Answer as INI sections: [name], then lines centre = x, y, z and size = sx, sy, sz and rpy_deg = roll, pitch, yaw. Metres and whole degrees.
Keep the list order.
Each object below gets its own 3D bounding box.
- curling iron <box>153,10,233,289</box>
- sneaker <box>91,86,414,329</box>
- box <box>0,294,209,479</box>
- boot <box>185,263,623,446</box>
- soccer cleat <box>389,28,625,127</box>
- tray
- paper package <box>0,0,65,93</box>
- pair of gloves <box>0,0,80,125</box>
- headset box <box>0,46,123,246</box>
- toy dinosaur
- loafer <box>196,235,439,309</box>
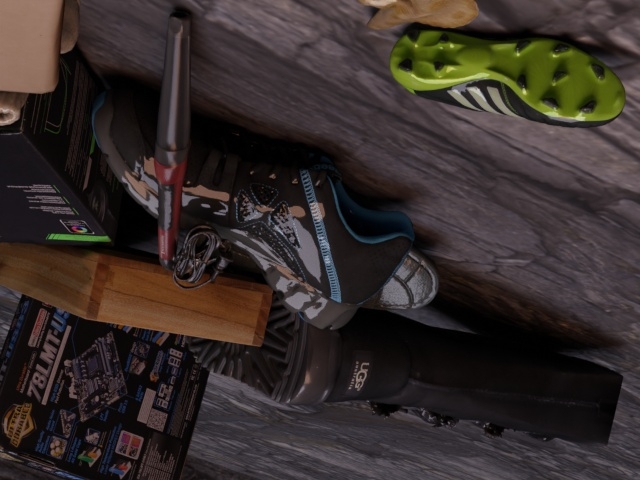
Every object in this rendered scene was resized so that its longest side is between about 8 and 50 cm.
[curling iron]
centre = -0.116, -0.073, 1.063
size = 0.068, 0.035, 0.274
rpy_deg = -4, 124, -5
[sneaker]
centre = -0.061, -0.057, 1.171
size = 0.341, 0.125, 0.140
rpy_deg = 35, 120, -25
[box]
centre = -0.309, 0.197, 1.735
size = 0.293, 0.295, 0.073
rpy_deg = 25, 156, -26
[boot]
centre = 0.091, 0.127, 1.480
size = 0.445, 0.146, 0.367
rpy_deg = 9, -167, -31
[soccer cleat]
centre = 0.139, -0.118, 0.904
size = 0.179, 0.060, 0.072
rpy_deg = 15, 171, 20
[tray]
centre = -0.245, 0.041, 1.404
size = 0.203, 0.076, 0.411
rpy_deg = 13, 178, -32
[paper package]
centre = -0.296, -0.216, 0.684
size = 0.325, 0.168, 0.309
rpy_deg = 2, 164, -15
[pair of gloves]
centre = -0.301, -0.178, 0.901
size = 0.240, 0.204, 0.042
rpy_deg = 19, 126, -2
[headset box]
centre = -0.332, -0.098, 1.137
size = 0.247, 0.131, 0.283
rpy_deg = 2, 160, 8
[toy dinosaur]
centre = 0.059, -0.166, 0.828
size = 0.093, 0.053, 0.183
rpy_deg = 25, 158, -29
[loafer]
centre = 0.000, 0.000, 1.315
size = 0.268, 0.084, 0.096
rpy_deg = 14, 118, 1
